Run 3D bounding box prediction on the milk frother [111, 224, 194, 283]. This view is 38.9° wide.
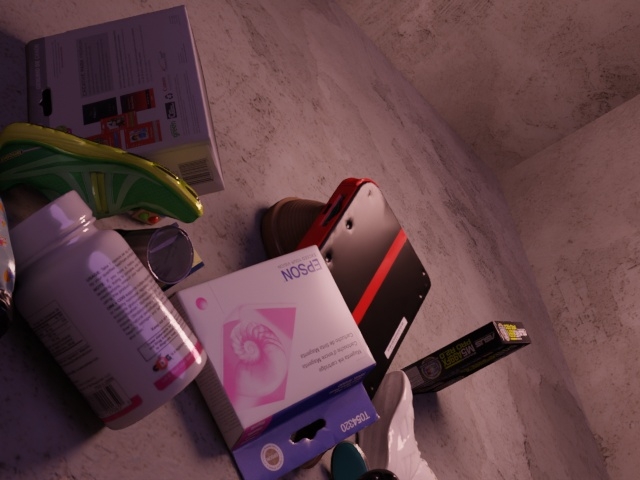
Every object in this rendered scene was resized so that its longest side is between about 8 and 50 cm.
[{"bbox_3d":[-0.244,0.054,1.331,0.143,0.135,0.129,33,66,-40],"label":"milk frother"}]

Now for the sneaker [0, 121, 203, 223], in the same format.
[{"bbox_3d":[-0.308,-0.073,1.271,0.296,0.123,0.109,17,3,-4],"label":"sneaker"}]

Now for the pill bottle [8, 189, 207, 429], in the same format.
[{"bbox_3d":[-0.288,0.087,1.169,0.283,0.160,0.160,56,23,-9],"label":"pill bottle"}]

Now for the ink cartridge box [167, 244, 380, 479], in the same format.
[{"bbox_3d":[-0.058,0.195,1.494,0.324,0.071,0.330,-19,77,-46],"label":"ink cartridge box"}]

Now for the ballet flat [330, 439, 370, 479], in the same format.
[{"bbox_3d":[0.069,0.459,1.593,0.068,0.072,0.213,76,-6,-67],"label":"ballet flat"}]

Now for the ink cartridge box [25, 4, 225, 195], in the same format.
[{"bbox_3d":[-0.316,-0.205,1.454,0.130,0.272,0.309,81,-4,-56],"label":"ink cartridge box"}]

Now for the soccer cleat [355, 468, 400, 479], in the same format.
[{"bbox_3d":[0.108,0.498,1.342,0.116,0.109,0.318,61,13,-49],"label":"soccer cleat"}]

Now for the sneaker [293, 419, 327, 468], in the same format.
[{"bbox_3d":[0.005,0.342,1.582,0.071,0.066,0.188,53,24,-17],"label":"sneaker"}]

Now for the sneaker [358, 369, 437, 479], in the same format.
[{"bbox_3d":[0.156,0.408,1.779,0.169,0.108,0.292,50,34,-25],"label":"sneaker"}]

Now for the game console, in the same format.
[{"bbox_3d":[0.073,0.099,1.816,0.342,0.060,0.386,59,47,-30],"label":"game console"}]

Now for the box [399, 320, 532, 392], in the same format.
[{"bbox_3d":[0.327,0.269,2.073,0.216,0.270,0.060,13,49,-61],"label":"box"}]

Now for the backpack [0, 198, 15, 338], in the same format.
[{"bbox_3d":[-0.422,0.018,1.039,0.152,0.115,0.182,25,37,-49],"label":"backpack"}]

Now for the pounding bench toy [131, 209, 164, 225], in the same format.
[{"bbox_3d":[-0.291,-0.068,1.495,0.083,0.052,0.065,26,40,-53],"label":"pounding bench toy"}]

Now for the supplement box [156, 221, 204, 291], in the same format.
[{"bbox_3d":[-0.245,0.031,1.426,0.083,0.083,0.056,57,22,-3],"label":"supplement box"}]

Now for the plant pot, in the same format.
[{"bbox_3d":[0.000,0.000,1.888,0.237,0.110,0.237,32,40,-32],"label":"plant pot"}]
